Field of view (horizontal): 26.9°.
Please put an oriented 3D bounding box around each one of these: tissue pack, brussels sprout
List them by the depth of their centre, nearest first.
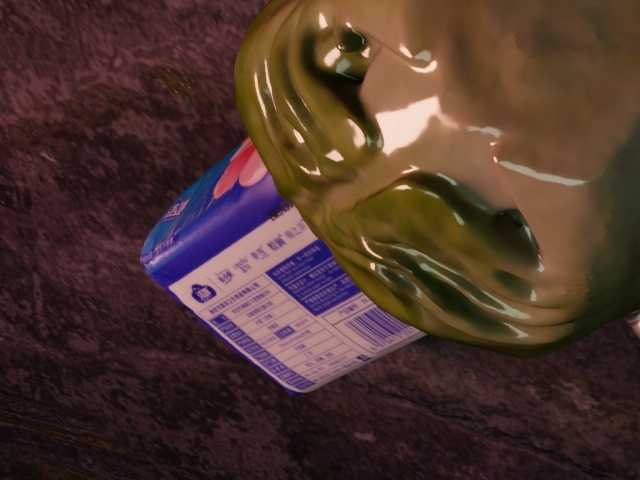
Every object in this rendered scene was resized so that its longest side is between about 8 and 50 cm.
[{"bbox_3d":[0.113,-0.084,0.768,0.289,0.281,0.354,50,178,4],"label":"brussels sprout"},{"bbox_3d":[0.000,0.000,1.122,0.209,0.137,0.270,42,142,-11],"label":"tissue pack"}]

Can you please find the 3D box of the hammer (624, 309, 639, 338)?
[{"bbox_3d":[0.223,0.026,0.986,0.226,0.041,0.159,51,-173,-8],"label":"hammer"}]
